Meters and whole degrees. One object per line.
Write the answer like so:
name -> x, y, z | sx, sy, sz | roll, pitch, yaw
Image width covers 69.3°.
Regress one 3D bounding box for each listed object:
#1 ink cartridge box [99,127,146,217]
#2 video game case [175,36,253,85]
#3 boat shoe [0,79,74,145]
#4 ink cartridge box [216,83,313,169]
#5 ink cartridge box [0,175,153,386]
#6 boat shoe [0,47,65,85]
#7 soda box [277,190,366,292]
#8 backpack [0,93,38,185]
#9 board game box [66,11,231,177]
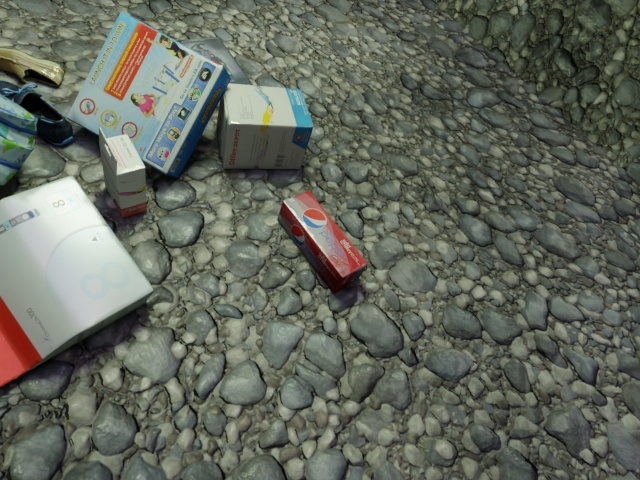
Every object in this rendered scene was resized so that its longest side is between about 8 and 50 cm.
ink cartridge box -> -0.459, -0.161, 1.081 | 0.067, 0.198, 0.115 | -22, 65, -30
video game case -> -0.365, -0.571, 1.522 | 0.195, 0.026, 0.274 | -20, 65, -30
boat shoe -> -0.738, -0.351, 1.192 | 0.258, 0.089, 0.109 | 29, 51, 3
ink cartridge box -> -0.166, -0.319, 1.314 | 0.232, 0.171, 0.168 | -2, 56, -21
ink cartridge box -> -0.573, 0.078, 0.880 | 0.385, 0.091, 0.308 | -33, 85, -41
boat shoe -> -0.813, -0.472, 1.273 | 0.189, 0.068, 0.072 | 9, 65, -13
soda box -> 0.000, 0.000, 1.196 | 0.092, 0.084, 0.263 | -26, 66, -32
backpack -> -0.779, -0.253, 0.941 | 0.290, 0.356, 0.273 | 20, 65, 36
board game box -> -0.440, -0.371, 1.200 | 0.301, 0.086, 0.309 | 30, 92, 3
